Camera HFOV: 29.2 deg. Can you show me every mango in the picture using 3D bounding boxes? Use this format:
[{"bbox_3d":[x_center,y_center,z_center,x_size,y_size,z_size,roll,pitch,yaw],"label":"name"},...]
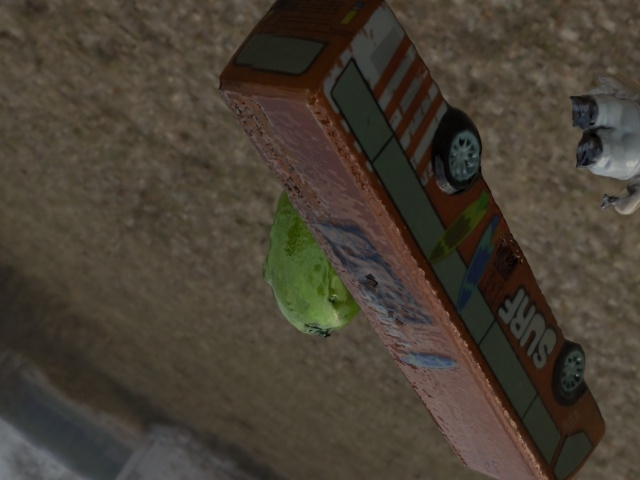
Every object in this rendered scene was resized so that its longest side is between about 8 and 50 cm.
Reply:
[{"bbox_3d":[-0.001,0.000,1.140,0.100,0.178,0.119,5,180,-22],"label":"mango"}]

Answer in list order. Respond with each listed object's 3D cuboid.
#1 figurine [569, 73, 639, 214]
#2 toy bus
[{"bbox_3d":[0.289,-0.077,0.934,0.229,0.137,0.112,3,163,-27],"label":"figurine"},{"bbox_3d":[0.075,0.020,0.771,0.093,0.092,0.409,11,146,43],"label":"toy bus"}]
